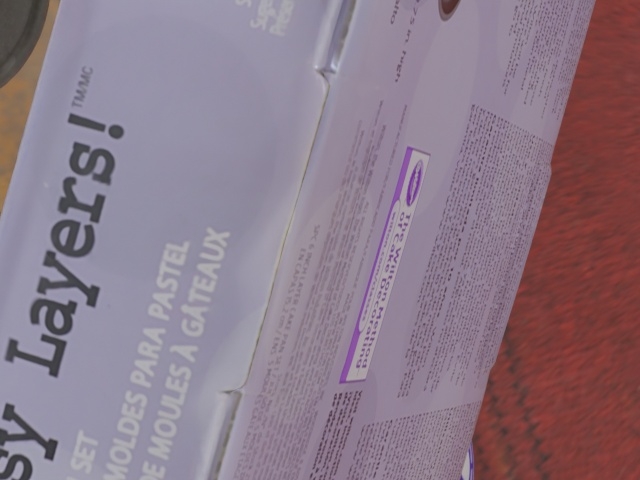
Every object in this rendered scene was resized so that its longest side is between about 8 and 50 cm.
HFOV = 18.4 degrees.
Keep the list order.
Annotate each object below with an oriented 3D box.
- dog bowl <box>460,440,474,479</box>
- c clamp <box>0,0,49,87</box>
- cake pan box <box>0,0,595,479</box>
[{"bbox_3d":[-0.022,0.172,1.489,0.264,0.104,0.265,2,96,20],"label":"dog bowl"},{"bbox_3d":[-0.130,-0.089,0.537,0.022,0.137,0.161,16,112,47],"label":"c clamp"},{"bbox_3d":[0.000,0.000,0.495,0.070,0.246,0.267,17,94,18],"label":"cake pan box"}]
